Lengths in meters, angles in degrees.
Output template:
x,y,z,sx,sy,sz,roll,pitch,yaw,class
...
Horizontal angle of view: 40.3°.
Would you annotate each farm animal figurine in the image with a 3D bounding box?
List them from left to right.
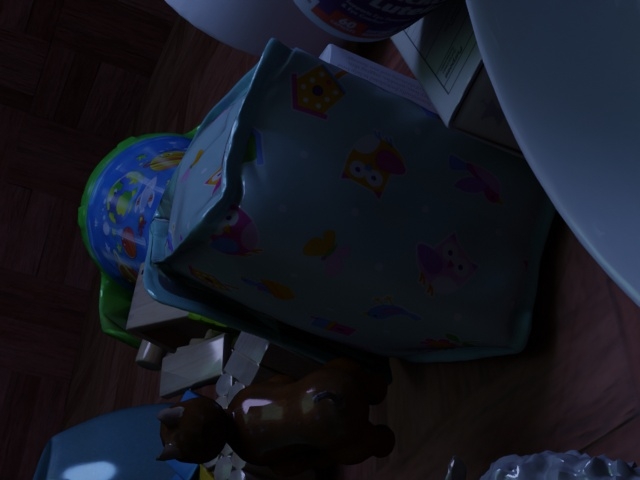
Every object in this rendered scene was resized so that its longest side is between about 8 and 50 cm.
x,y,z,sx,sy,sz,roll,pitch,yaw,class
-0.021,0.223,0.411,0.327,0.172,0.330,13,86,40,farm animal figurine

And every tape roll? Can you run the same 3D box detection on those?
x,y,z,sx,sy,sz,roll,pitch,yaw,class
-0.061,-0.338,0.986,0.100,0.286,0.286,127,152,-45,tape roll

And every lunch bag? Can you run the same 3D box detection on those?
x,y,z,sx,sy,sz,roll,pitch,yaw,class
0.000,0.000,0.624,0.262,0.223,0.160,-28,42,65,lunch bag

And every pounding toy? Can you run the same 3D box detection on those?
x,y,z,sx,sy,sz,roll,pitch,yaw,class
-0.131,0.089,0.994,0.206,0.181,0.094,-14,55,36,pounding toy

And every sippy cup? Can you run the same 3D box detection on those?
x,y,z,sx,sy,sz,roll,pitch,yaw,class
-0.170,-0.018,1.126,0.224,0.240,0.305,19,113,60,sippy cup

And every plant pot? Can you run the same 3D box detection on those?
x,y,z,sx,sy,sz,roll,pitch,yaw,class
-0.243,0.320,1.040,0.290,0.196,0.290,-53,27,42,plant pot

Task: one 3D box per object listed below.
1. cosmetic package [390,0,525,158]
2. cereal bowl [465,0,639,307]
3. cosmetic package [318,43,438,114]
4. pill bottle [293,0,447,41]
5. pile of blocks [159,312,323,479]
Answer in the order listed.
x,y,z,sx,sy,sz,roll,pitch,yaw,class
0.128,-0.190,0.610,0.160,0.113,0.309,-62,23,26,cosmetic package
0.186,-0.114,0.243,0.339,0.141,0.339,52,153,39,cereal bowl
0.005,-0.071,0.830,0.231,0.117,0.085,-45,32,50,cosmetic package
0.057,-0.186,0.471,0.193,0.108,0.108,-15,60,67,pill bottle
-0.057,0.151,0.783,0.149,0.113,0.362,-21,52,35,pile of blocks
